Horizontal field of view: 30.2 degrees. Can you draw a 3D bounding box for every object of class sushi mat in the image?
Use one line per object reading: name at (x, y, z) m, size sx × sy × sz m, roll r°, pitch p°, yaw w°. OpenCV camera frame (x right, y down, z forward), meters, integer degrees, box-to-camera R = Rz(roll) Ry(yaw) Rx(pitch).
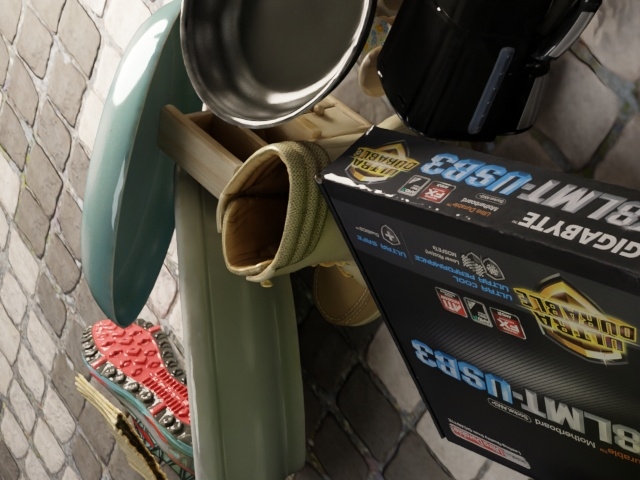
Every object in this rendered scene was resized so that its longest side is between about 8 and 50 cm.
sushi mat at (-0.228, 0.241, 1.408) m, size 0.151 × 0.019 × 0.316 m, roll 57°, pitch 164°, yaw -12°

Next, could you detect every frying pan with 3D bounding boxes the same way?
frying pan at (-0.078, -0.181, 0.938) m, size 0.326 × 0.053 × 0.197 m, roll 2°, pitch 86°, yaw 42°

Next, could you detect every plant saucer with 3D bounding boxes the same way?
plant saucer at (-0.074, 0.118, 1.133) m, size 0.400 × 0.101 × 0.400 m, roll 176°, pitch 90°, yaw -85°
plant saucer at (-0.164, -0.076, 1.107) m, size 0.044 × 0.317 × 0.317 m, roll 13°, pitch 123°, yaw 3°

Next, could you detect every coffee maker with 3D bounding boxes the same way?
coffee maker at (0.102, -0.170, 0.828) m, size 0.171 × 0.120 × 0.178 m, roll 17°, pitch 130°, yaw -5°

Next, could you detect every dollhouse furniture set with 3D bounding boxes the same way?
dollhouse furniture set at (-0.028, -0.170, 0.988) m, size 0.212 × 0.161 × 0.242 m, roll 39°, pitch 132°, yaw 35°

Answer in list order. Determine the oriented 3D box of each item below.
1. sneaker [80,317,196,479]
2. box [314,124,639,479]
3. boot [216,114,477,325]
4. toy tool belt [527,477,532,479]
sneaker at (-0.204, 0.197, 1.405) m, size 0.262 × 0.104 × 0.125 m, roll 42°, pitch 137°, yaw 34°
box at (0.162, 0.074, 0.837) m, size 0.296 × 0.073 × 0.293 m, roll 20°, pitch 144°, yaw 46°
boot at (0.000, 0.000, 0.988) m, size 0.095 × 0.203 × 0.262 m, roll 53°, pitch 139°, yaw 22°
toy tool belt at (0.184, 0.247, 1.000) m, size 0.051 × 0.052 × 0.083 m, roll -126°, pitch 32°, yaw -74°
